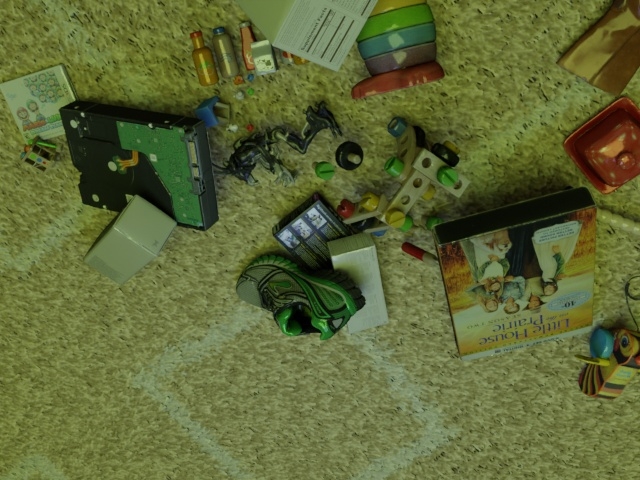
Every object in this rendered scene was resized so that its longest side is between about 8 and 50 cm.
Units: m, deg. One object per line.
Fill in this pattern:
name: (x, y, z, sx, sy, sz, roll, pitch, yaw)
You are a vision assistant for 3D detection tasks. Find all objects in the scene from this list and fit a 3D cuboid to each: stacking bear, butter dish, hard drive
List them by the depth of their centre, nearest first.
stacking bear: (0.129, -0.432, 1.371, 0.175, 0.164, 0.289, -6, 104, 36)
butter dish: (0.597, -0.174, 1.448, 0.160, 0.118, 0.160, -39, 104, 21)
hard drive: (-0.380, -0.161, 1.533, 0.339, 0.064, 0.236, 12, 125, 25)

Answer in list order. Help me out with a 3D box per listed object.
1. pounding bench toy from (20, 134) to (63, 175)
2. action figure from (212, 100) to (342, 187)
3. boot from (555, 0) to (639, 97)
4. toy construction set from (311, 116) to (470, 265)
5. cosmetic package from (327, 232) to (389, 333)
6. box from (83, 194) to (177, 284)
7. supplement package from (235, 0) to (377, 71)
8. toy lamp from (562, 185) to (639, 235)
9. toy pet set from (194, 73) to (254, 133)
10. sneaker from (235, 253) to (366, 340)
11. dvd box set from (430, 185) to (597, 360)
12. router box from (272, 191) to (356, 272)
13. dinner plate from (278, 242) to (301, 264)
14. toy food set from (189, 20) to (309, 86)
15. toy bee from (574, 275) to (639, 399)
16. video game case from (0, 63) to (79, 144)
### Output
pounding bench toy: (-0.615, -0.199, 1.604, 0.065, 0.052, 0.083, 32, 125, -26)
action figure: (-0.090, -0.175, 1.512, 0.276, 0.164, 0.141, -27, 103, 11)
boot: (0.546, -0.446, 1.369, 0.264, 0.096, 0.280, 29, 122, -14)
toy construction set: (0.187, -0.076, 1.447, 0.257, 0.237, 0.309, -36, 118, -12)
cosmetic package: (0.086, 0.096, 1.623, 0.099, 0.060, 0.239, -13, 128, -1)
box: (-0.420, 0.005, 1.585, 0.113, 0.094, 0.275, 37, 149, -17)
supplement package: (-0.028, -0.464, 1.298, 0.145, 0.262, 0.204, 14, 119, -36)
toy lamp: (0.638, -0.038, 1.528, 0.275, 0.080, 0.080, 21, 115, -3)
toy pet set: (-0.200, -0.282, 1.504, 0.114, 0.065, 0.122, -7, 81, 40)
sneaker: (-0.075, 0.126, 1.595, 0.344, 0.146, 0.134, 7, 132, 44)
dvd box set: (0.410, 0.087, 1.510, 0.308, 0.062, 0.420, -14, 137, 6)
router box: (0.000, 0.000, 1.615, 0.133, 0.046, 0.179, -37, 116, 13)
dinner plate: (-0.029, -0.002, 1.658, 0.141, 0.017, 0.141, 3, 116, 6)
toy food set: (-0.135, -0.388, 1.444, 0.232, 0.111, 0.104, -10, 112, 10)
toy bee: (0.661, 0.252, 1.601, 0.195, 0.162, 0.298, -8, 118, 2)
video game case: (-0.605, -0.296, 1.593, 0.157, 0.019, 0.143, -13, 112, 13)
